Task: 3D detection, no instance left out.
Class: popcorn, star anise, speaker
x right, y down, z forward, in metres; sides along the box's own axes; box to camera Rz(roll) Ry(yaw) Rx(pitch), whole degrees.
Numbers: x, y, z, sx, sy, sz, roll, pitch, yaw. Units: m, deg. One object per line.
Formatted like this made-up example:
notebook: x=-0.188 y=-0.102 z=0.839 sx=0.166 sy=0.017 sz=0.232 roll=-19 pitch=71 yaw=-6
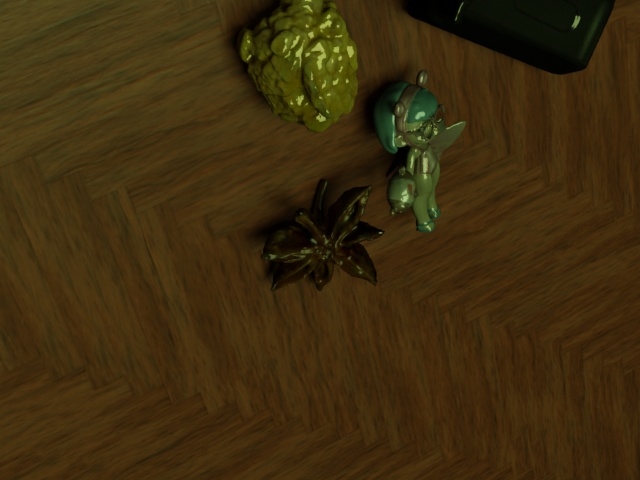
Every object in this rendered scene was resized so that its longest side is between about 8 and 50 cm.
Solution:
popcorn: x=-0.025 y=-0.245 z=1.486 sx=0.163 sy=0.140 sz=0.194 roll=-16 pitch=121 yaw=-30
star anise: x=0.004 y=0.006 z=1.656 sx=0.212 sy=0.111 sz=0.196 roll=-34 pitch=123 yaw=-2
speaker: x=0.305 y=-0.354 z=1.598 sx=0.388 sy=0.184 sz=0.180 roll=11 pitch=109 yaw=-37

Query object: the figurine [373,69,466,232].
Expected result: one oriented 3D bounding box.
figurine: x=0.132 y=-0.117 z=1.663 sx=0.205 sy=0.103 sz=0.260 roll=-47 pitch=139 yaw=-35
